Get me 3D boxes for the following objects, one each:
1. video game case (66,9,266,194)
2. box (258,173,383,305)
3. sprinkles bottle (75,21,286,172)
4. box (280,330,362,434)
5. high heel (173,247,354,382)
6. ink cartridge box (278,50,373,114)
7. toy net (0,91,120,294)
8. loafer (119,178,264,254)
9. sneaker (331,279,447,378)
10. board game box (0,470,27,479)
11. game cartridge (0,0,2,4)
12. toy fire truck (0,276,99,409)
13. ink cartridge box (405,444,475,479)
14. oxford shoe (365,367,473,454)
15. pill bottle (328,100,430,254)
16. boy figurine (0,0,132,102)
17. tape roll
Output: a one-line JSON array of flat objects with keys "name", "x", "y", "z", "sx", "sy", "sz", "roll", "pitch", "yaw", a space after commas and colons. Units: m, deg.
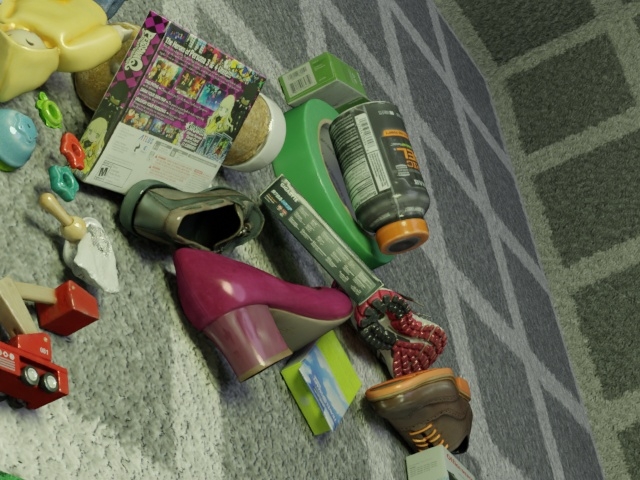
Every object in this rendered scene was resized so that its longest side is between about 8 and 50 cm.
[{"name": "video game case", "x": -0.181, "y": -0.146, "z": 1.341, "sx": 0.042, "sy": 0.210, "sz": 0.232, "roll": 33, "pitch": 7, "yaw": 26}, {"name": "box", "x": 0.000, "y": 0.000, "z": 1.654, "sx": 0.220, "sy": 0.051, "sz": 0.175, "roll": 47, "pitch": 0, "yaw": 1}, {"name": "sprinkles bottle", "x": -0.177, "y": -0.184, "z": 1.487, "sx": 0.355, "sy": 0.121, "sz": 0.121, "roll": 19, "pitch": 49, "yaw": -63}, {"name": "box", "x": 0.001, "y": 0.203, "z": 1.591, "sx": 0.109, "sy": 0.042, "sz": 0.178, "roll": 62, "pitch": 20, "yaw": -7}, {"name": "high heel", "x": -0.066, "y": 0.064, "z": 1.487, "sx": 0.181, "sy": 0.127, "sz": 0.377, "roll": 59, "pitch": 15, "yaw": 4}, {"name": "ink cartridge box", "x": 0.018, "y": -0.288, "z": 2.109, "sx": 0.209, "sy": 0.109, "sz": 0.062, "roll": 14, "pitch": 54, "yaw": -65}, {"name": "toy net", "x": -0.281, "y": -0.044, "z": 1.187, "sx": 0.232, "sy": 0.045, "sz": 0.122, "roll": 64, "pitch": 18, "yaw": -6}, {"name": "loafer", "x": -0.142, "y": -0.018, "z": 1.393, "sx": 0.267, "sy": 0.084, "sz": 0.096, "roll": 6, "pitch": 106, "yaw": -60}, {"name": "sneaker", "x": 0.121, "y": 0.143, "z": 1.869, "sx": 0.112, "sy": 0.121, "sz": 0.299, "roll": 42, "pitch": -7, "yaw": 40}, {"name": "board game box", "x": -0.231, "y": 0.282, "z": 0.945, "sx": 0.260, "sy": 0.030, "sz": 0.136, "roll": 40, "pitch": 29, "yaw": -49}, {"name": "game cartridge", "x": -0.399, "y": -0.204, "z": 0.850, "sx": 0.294, "sy": 0.196, "sz": 0.060, "roll": 1, "pitch": 65, "yaw": -68}, {"name": "toy fire truck", "x": -0.283, "y": 0.083, "z": 1.022, "sx": 0.192, "sy": 0.047, "sz": 0.135, "roll": 36, "pitch": 34, "yaw": -51}, {"name": "ink cartridge box", "x": 0.204, "y": 0.438, "z": 1.776, "sx": 0.127, "sy": 0.072, "sz": 0.175, "roll": 47, "pitch": 27, "yaw": -39}, {"name": "oxford shoe", "x": 0.182, "y": 0.292, "z": 1.824, "sx": 0.364, "sy": 0.130, "sz": 0.132, "roll": 23, "pitch": 52, "yaw": -61}, {"name": "pill bottle", "x": 0.107, "y": -0.101, "z": 1.862, "sx": 0.130, "sy": 0.130, "sz": 0.245, "roll": 24, "pitch": 45, "yaw": -61}, {"name": "boy figurine", "x": -0.309, "y": -0.260, "z": 1.248, "sx": 0.177, "sy": 0.092, "sz": 0.285, "roll": 31, "pitch": 41, "yaw": -4}, {"name": "tape roll", "x": 0.027, "y": -0.093, "z": 1.954, "sx": 0.321, "sy": 0.077, "sz": 0.321, "roll": 52, "pitch": 23, "yaw": -33}]
